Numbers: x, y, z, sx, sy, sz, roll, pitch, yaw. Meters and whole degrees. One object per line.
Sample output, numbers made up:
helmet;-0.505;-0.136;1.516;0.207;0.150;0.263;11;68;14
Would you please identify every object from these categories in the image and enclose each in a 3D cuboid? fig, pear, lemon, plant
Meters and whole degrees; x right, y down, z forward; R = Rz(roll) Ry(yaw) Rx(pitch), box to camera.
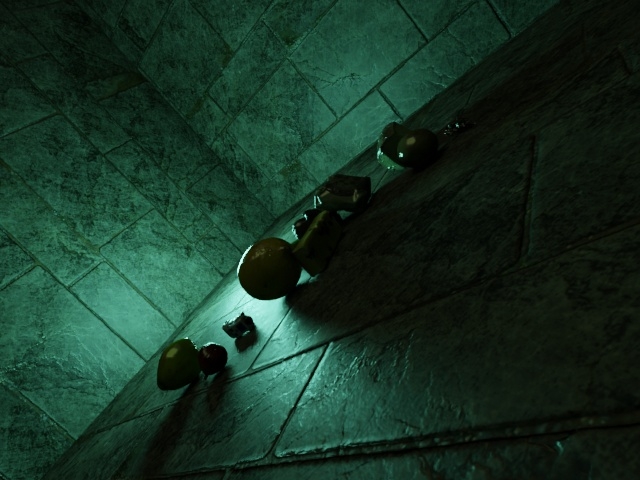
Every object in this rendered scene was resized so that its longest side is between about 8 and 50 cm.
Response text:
fig;-0.424;0.455;1.675;0.153;0.119;0.119;-36;13;23
pear;-0.587;0.521;1.828;0.220;0.187;0.187;-48;12;-19
lemon;-0.208;0.117;1.841;0.310;0.258;0.258;-41;9;40
plant;-0.018;-0.084;2.219;0.256;0.164;0.142;-29;13;6

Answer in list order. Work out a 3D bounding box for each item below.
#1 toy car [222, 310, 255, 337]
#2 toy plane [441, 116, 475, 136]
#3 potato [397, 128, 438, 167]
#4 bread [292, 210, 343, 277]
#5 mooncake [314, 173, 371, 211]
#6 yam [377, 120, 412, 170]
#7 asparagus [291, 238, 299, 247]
toy car;-0.344;0.360;1.849;0.170;0.080;0.070;-33;16;37
toy plane;0.596;-0.494;1.891;0.130;0.061;0.189;-43;11;-10
potato;0.416;-0.395;1.912;0.177;0.160;0.235;-5;-6;-4
bread;0.000;0.000;1.872;0.077;0.138;0.361;-33;14;31
mooncake;0.114;-0.237;2.148;0.250;0.136;0.254;5;29;17
yam;0.380;-0.463;2.220;0.201;0.202;0.271;-61;5;23
asparagus;-0.141;0.033;2.435;0.277;0.060;0.067;-36;2;25
